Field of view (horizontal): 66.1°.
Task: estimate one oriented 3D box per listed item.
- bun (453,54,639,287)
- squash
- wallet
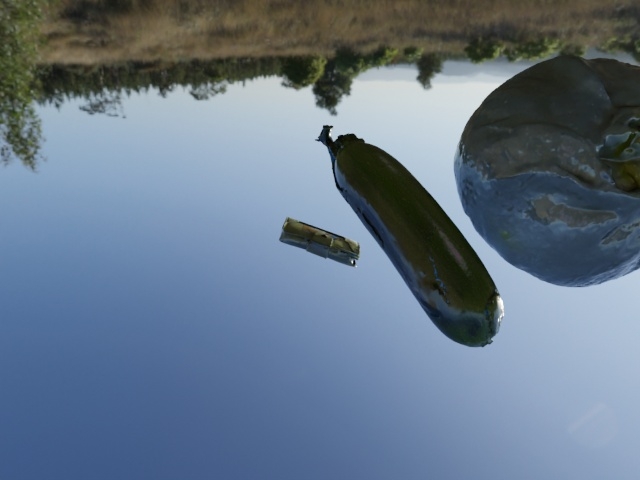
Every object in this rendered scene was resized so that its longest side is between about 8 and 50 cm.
[{"bbox_3d":[0.387,-0.110,0.725,0.362,0.361,0.211,-2,168,-11],"label":"bun"},{"bbox_3d":[0.088,-0.027,0.549,0.087,0.087,0.331,-10,-128,-32],"label":"squash"},{"bbox_3d":[0.000,0.000,0.944,0.155,0.039,0.110,19,-167,-4],"label":"wallet"}]
